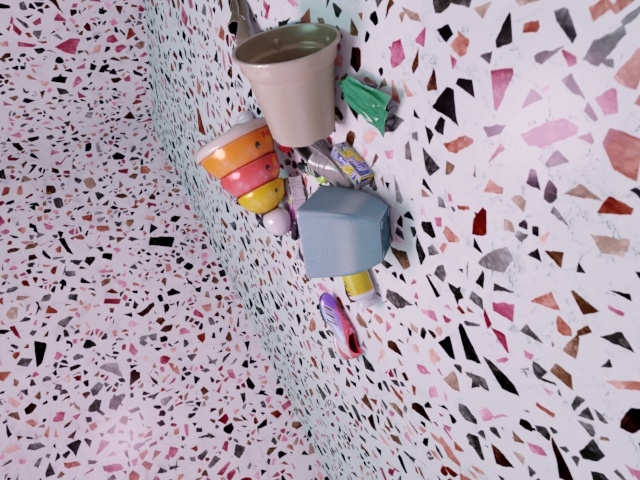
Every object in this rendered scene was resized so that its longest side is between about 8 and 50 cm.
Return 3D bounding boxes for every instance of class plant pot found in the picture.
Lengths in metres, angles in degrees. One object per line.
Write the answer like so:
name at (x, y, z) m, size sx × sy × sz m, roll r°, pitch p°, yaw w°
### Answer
plant pot at (0.097, -0.029, 1.441) m, size 0.253 × 0.247 × 0.247 m, roll 3°, pitch 118°, yaw 20°
plant pot at (-0.080, -0.484, 1.413) m, size 0.334 × 0.334 × 0.305 m, roll 41°, pitch 154°, yaw 42°

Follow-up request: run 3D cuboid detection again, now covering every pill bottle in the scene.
pill bottle at (0.145, 0.165, 1.667) m, size 0.103 × 0.103 × 0.184 m, roll -17°, pitch 94°, yaw 63°

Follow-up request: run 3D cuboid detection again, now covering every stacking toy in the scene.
stacking toy at (-0.261, -0.238, 1.842) m, size 0.479 × 0.351 × 0.351 m, roll 60°, pitch 155°, yaw -11°

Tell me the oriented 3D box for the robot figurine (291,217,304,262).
robot figurine at (-0.003, 0.001, 1.737) m, size 0.173 × 0.209 × 0.278 m, roll -106°, pitch 16°, yaw -45°

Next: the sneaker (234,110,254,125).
sneaker at (-0.362, -0.467, 2.135) m, size 0.169 × 0.108 × 0.292 m, roll 62°, pitch 152°, yaw 18°

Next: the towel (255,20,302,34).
towel at (-0.148, -0.664, 1.668) m, size 0.370 × 0.040 × 0.271 m, roll 27°, pitch 132°, yaw 53°

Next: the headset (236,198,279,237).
headset at (-0.302, -0.150, 2.112) m, size 0.243 × 0.185 × 0.394 m, roll 56°, pitch -178°, yaw -38°

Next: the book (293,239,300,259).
book at (-0.070, 0.025, 1.969) m, size 0.035 × 0.096 × 0.144 m, roll 54°, pitch 151°, yaw 26°

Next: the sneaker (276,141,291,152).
sneaker at (-0.109, -0.408, 1.735) m, size 0.128 × 0.087 × 0.221 m, roll 55°, pitch 152°, yaw 27°

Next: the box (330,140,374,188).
box at (0.106, -0.256, 1.475) m, size 0.168 × 0.059 × 0.054 m, roll 55°, pitch 152°, yaw 24°

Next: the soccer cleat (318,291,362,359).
soccer cleat at (0.092, 0.374, 1.946) m, size 0.117 × 0.109 × 0.317 m, roll -20°, pitch 89°, yaw 43°

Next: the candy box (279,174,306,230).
candy box at (-0.123, -0.159, 1.921) m, size 0.159 × 0.071 × 0.233 m, roll -4°, pitch 97°, yaw 64°

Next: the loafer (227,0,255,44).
loafer at (-0.329, -0.880, 1.759) m, size 0.094 × 0.088 × 0.251 m, roll 121°, pitch 135°, yaw -58°

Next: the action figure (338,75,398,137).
action figure at (0.131, -0.423, 1.301) m, size 0.232 × 0.064 × 0.137 m, roll 47°, pitch 148°, yaw 29°

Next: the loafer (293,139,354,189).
loafer at (0.006, -0.279, 1.584) m, size 0.319 × 0.112 × 0.111 m, roll 48°, pitch 147°, yaw 34°

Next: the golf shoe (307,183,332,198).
golf shoe at (0.006, -0.185, 1.693) m, size 0.176 × 0.069 × 0.085 m, roll 9°, pitch 131°, yaw 49°

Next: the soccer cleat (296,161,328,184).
soccer cleat at (-0.026, -0.282, 1.713) m, size 0.179 × 0.060 × 0.072 m, roll 36°, pitch 130°, yaw 37°
